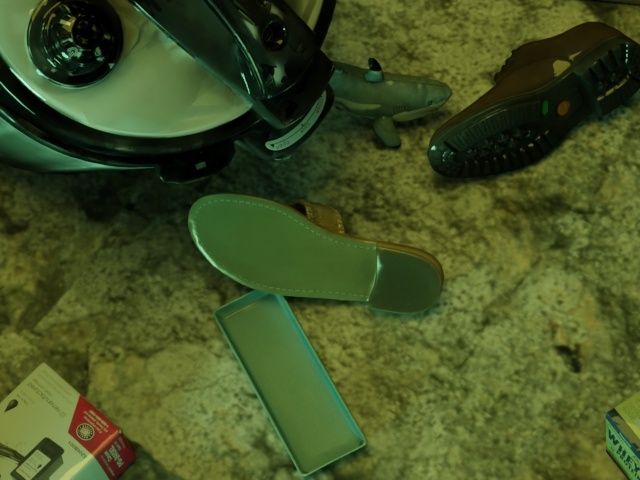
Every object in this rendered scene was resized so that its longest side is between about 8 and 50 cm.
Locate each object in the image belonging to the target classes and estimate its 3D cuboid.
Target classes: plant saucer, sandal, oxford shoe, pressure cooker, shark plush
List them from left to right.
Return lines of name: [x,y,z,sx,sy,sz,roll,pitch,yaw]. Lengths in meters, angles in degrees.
pressure cooker: [-0.181,-0.235,1.651,0.370,0.420,0.375,-1,91,-22]
plant saucer: [-0.028,0.125,1.708,0.067,0.018,0.192,-27,59,-7]
sandal: [-0.002,0.006,1.750,0.240,0.088,0.079,16,20,3]
shark plush: [0.043,-0.158,1.794,0.161,0.067,0.073,30,55,-17]
oxford shoe: [0.194,-0.134,1.794,0.227,0.083,0.096,-29,42,-8]

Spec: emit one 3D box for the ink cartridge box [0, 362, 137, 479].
ink cartridge box: [-0.257,0.202,1.674,0.109,0.063,0.150,37,72,25]

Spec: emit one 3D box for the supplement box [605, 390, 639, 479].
supplement box: [0.291,0.161,1.596,0.083,0.083,0.056,-31,60,-10]

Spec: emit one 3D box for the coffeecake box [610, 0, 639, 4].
coffeecake box: [0.331,-0.327,1.876,0.142,0.068,0.185,8,62,14]
